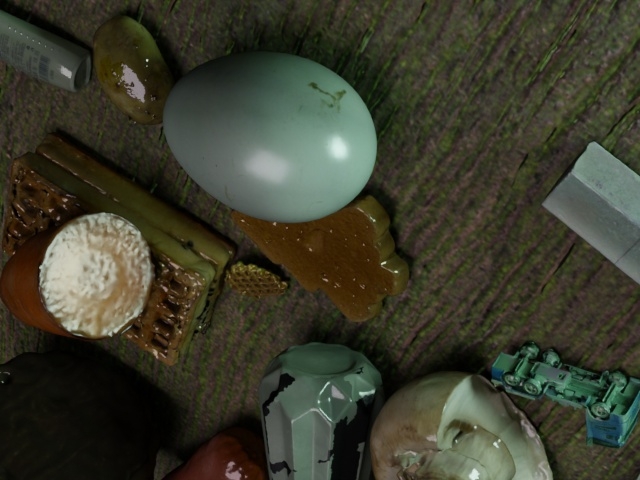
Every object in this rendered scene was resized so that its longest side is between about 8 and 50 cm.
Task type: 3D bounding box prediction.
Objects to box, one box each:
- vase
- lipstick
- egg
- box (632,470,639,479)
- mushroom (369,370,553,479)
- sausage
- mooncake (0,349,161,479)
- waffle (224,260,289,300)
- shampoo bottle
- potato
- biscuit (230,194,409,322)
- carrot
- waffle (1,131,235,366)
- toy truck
[{"bbox_3d":[-0.003,0.320,1.959,0.165,0.165,0.360,13,112,29],"label":"vase"},{"bbox_3d":[0.376,0.028,1.542,0.317,0.066,0.068,39,140,2],"label":"lipstick"},{"bbox_3d":[-0.060,-0.117,1.658,0.264,0.183,0.183,20,136,32],"label":"egg"},{"bbox_3d":[0.430,0.415,1.743,0.251,0.203,0.106,32,140,10],"label":"box"},{"bbox_3d":[0.150,0.291,1.858,0.189,0.195,0.254,-17,111,49],"label":"mushroom"},{"bbox_3d":[-0.150,0.352,2.208,0.113,0.113,0.259,43,141,-3],"label":"sausage"},{"bbox_3d":[-0.394,0.315,2.208,0.324,0.324,0.187,29,137,13],"label":"mooncake"},{"bbox_3d":[-0.086,0.054,1.946,0.078,0.016,0.085,31,146,-19],"label":"waffle"},{"bbox_3d":[-0.385,-0.253,1.889,0.212,0.049,0.072,29,142,12],"label":"shampoo bottle"},{"bbox_3d":[-0.222,-0.198,1.796,0.091,0.070,0.138,-12,118,42],"label":"potato"},{"bbox_3d":[0.000,0.000,1.828,0.238,0.041,0.212,24,143,19],"label":"biscuit"},{"bbox_3d":[-0.332,0.054,1.931,0.225,0.159,0.159,-10,120,55],"label":"carrot"},{"bbox_3d":[-0.278,0.013,2.014,0.308,0.091,0.213,34,140,8],"label":"waffle"},{"bbox_3d":[0.284,0.182,1.752,0.175,0.067,0.081,16,135,26],"label":"toy truck"}]
